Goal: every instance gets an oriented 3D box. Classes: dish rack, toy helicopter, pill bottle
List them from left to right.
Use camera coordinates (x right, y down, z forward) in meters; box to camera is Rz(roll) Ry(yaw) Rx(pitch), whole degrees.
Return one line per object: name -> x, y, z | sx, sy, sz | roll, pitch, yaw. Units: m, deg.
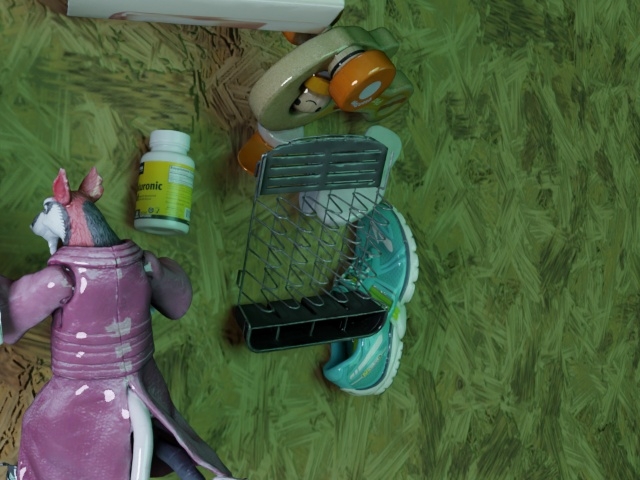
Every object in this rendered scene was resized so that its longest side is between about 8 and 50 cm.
pill bottle -> -0.181, -0.067, 1.460 | 0.065, 0.065, 0.116 | 16, 75, -48
dish rack -> 0.000, 0.000, 1.562 | 0.208, 0.074, 0.271 | -6, 120, -32
toy helicopter -> 0.019, -0.185, 1.627 | 0.140, 0.235, 0.355 | 53, 21, 15

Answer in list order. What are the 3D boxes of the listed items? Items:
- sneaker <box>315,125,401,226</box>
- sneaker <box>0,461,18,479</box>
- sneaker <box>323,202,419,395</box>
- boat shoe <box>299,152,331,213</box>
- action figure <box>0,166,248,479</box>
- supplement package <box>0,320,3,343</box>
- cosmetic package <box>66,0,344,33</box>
sneaker -> 0.048, -0.067, 1.712 | 0.080, 0.094, 0.212 | 33, 43, 5
sneaker -> -0.318, 0.262, 1.301 | 0.069, 0.038, 0.098 | 64, 36, -23
sneaker -> 0.063, 0.075, 1.720 | 0.110, 0.107, 0.275 | 17, 72, -35
boat shoe -> -0.002, -0.079, 1.699 | 0.035, 0.035, 0.100 | 32, 58, -41
action figure -> -0.221, 0.113, 1.212 | 0.248, 0.276, 0.370 | -13, 107, -28
supplement package -> -0.419, -0.022, 1.113 | 0.204, 0.145, 0.262 | -7, 92, -50
cosmetic package -> -0.128, -0.321, 1.374 | 0.296, 0.129, 0.153 | 3, 84, -13
